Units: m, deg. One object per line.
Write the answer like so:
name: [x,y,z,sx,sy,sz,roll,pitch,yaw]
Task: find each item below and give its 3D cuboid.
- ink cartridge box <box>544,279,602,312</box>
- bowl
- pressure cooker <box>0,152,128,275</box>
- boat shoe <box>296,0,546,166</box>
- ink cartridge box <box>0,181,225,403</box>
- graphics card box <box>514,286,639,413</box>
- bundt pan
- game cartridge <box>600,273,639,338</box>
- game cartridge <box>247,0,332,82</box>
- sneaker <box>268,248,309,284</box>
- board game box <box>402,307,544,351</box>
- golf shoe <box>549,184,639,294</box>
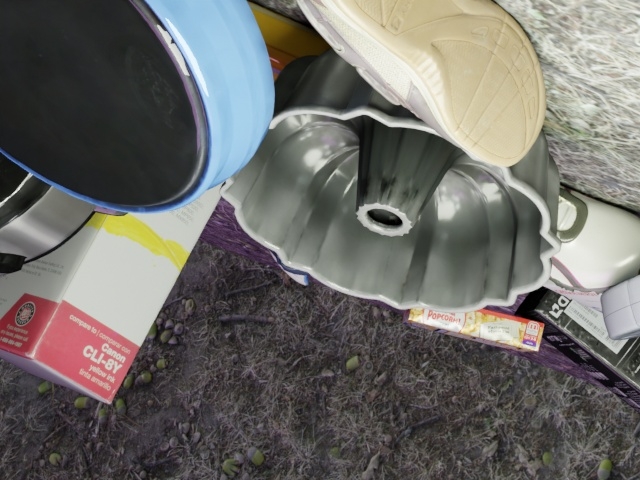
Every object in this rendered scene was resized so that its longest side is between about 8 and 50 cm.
ink cartridge box: [0.397,0.059,1.808,0.190,0.082,0.139,23,174,-14]
bowl: [-0.225,-0.178,1.246,0.391,0.077,0.391,25,146,18]
pressure cooker: [-0.436,-0.146,1.808,0.370,0.375,0.420,63,178,6]
boat shoe: [0.074,-0.154,1.107,0.092,0.103,0.285,24,173,47]
ink cartridge box: [-0.333,0.011,2.078,0.160,0.385,0.279,36,164,-35]
graphics card box: [0.471,0.187,2.148,0.371,0.094,0.233,37,177,4]
bundt pan: [0.076,-0.067,1.366,0.330,0.124,0.331,14,149,8]
game cartridge: [0.389,0.054,1.466,0.198,0.062,0.297,-8,172,1]
game cartridge: [-0.003,-0.160,1.528,0.323,0.053,0.285,25,174,-7]
sneaker: [-0.001,0.000,2.189,0.323,0.130,0.236,38,168,43]
board game box: [0.223,0.124,2.136,0.193,0.045,0.147,14,175,0]
golf shoe: [0.246,-0.021,1.597,0.273,0.105,0.120,19,165,33]
